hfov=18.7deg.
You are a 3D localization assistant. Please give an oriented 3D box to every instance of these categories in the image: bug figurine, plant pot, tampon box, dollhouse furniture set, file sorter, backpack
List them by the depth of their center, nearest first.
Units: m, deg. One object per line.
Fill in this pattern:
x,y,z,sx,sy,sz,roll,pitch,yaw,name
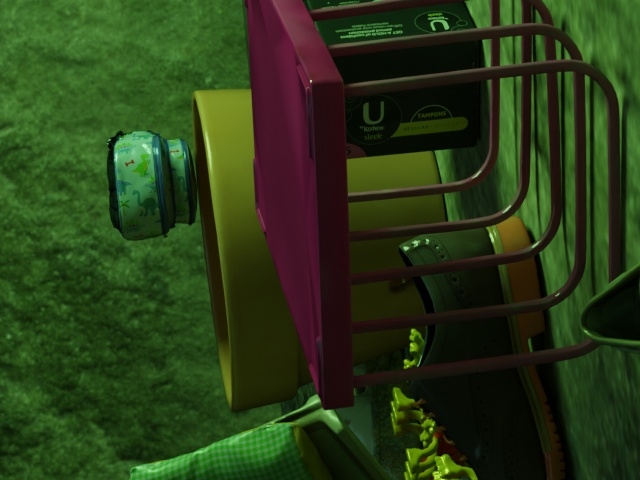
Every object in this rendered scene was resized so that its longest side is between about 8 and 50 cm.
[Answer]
0.062,-0.060,1.216,0.290,0.182,0.202,-112,17,-64,file sorter
0.115,0.205,1.521,0.216,0.072,0.279,91,171,-48,bug figurine
0.049,-0.147,1.523,0.161,0.120,0.101,-105,11,-56,tampon box
-0.002,0.291,1.605,0.301,0.197,0.151,53,-161,-40,dollhouse furniture set
0.000,0.000,1.758,0.291,0.203,0.291,174,90,-84,plant pot
-0.158,-0.053,1.823,0.114,0.084,0.105,-106,9,-84,backpack

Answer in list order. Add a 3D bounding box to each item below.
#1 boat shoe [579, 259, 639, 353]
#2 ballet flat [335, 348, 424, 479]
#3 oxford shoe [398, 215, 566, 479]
0.167,0.031,0.961,0.153,0.048,0.056,132,131,-82,boat shoe
0.043,0.138,1.929,0.123,0.123,0.348,96,166,-64,ballet flat
0.110,0.122,1.351,0.097,0.098,0.271,114,148,-78,oxford shoe
